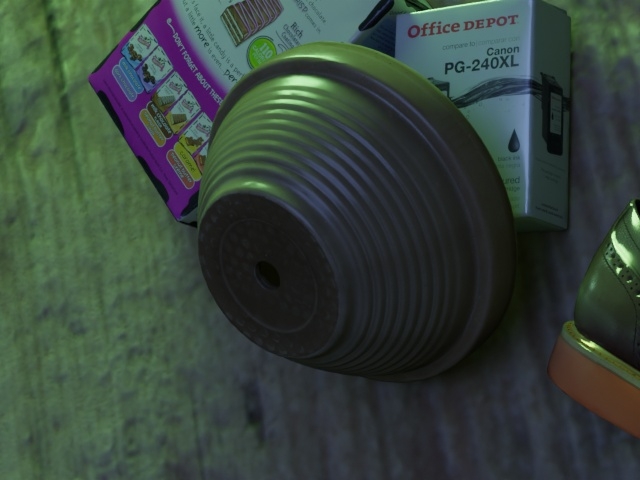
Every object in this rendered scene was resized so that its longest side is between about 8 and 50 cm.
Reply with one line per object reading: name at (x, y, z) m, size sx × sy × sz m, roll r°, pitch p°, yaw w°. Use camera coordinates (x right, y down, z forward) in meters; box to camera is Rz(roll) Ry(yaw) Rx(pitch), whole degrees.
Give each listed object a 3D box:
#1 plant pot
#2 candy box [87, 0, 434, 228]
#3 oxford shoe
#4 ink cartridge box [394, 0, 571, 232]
plant pot at (0.000, 0.000, 1.061) m, size 0.237 × 0.110 × 0.237 m, roll 21°, pitch 126°, yaw 31°
candy box at (-0.045, -0.140, 1.210) m, size 0.233 × 0.071 × 0.159 m, roll -44°, pitch 60°, yaw 19°
oxford shoe at (0.281, 0.080, 0.889) m, size 0.363 × 0.130 × 0.133 m, roll 25°, pitch 105°, yaw 40°
ink cartridge box at (0.107, -0.082, 1.102) m, size 0.109 × 0.063 × 0.150 m, roll -4°, pitch 79°, yaw 34°
